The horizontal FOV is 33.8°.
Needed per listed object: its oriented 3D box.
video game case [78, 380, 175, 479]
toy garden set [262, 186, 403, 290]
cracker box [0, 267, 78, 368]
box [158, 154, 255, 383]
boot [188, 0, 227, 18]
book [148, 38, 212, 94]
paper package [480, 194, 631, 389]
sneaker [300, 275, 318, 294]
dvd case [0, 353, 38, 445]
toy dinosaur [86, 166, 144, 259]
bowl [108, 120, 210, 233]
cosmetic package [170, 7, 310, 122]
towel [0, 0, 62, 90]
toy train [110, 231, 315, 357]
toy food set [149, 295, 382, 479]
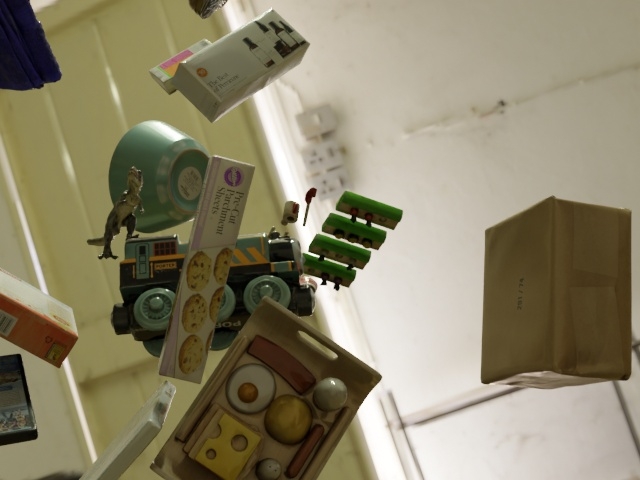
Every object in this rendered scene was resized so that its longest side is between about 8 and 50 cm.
[{"bbox_3d":[-0.299,0.320,1.536,0.227,0.026,0.206,-49,7,5],"label":"video game case"},{"bbox_3d":[0.000,0.000,1.834,0.203,0.049,0.244,18,-38,-12],"label":"toy garden set"},{"bbox_3d":[-0.502,0.129,1.801,0.067,0.155,0.232,-58,18,-1],"label":"cracker box"},{"bbox_3d":[-0.165,0.041,1.511,0.067,0.324,0.063,15,2,-11],"label":"box"},{"bbox_3d":[-0.323,-0.568,2.186,0.089,0.269,0.236,-58,2,15],"label":"boot"},{"bbox_3d":[-0.286,-0.376,2.249,0.144,0.035,0.096,-32,41,-12],"label":"book"},{"bbox_3d":[0.436,0.110,1.983,0.168,0.325,0.309,8,-14,-16],"label":"paper package"},{"bbox_3d":[-0.062,0.099,2.112,0.118,0.042,0.067,-2,10,11],"label":"sneaker"},{"bbox_3d":[-0.551,0.256,1.662,0.180,0.022,0.253,-6,24,-19],"label":"dvd case"},{"bbox_3d":[-0.394,-0.028,2.059,0.064,0.118,0.268,13,-42,-30],"label":"toy dinosaur"},{"bbox_3d":[-0.403,-0.168,2.849,0.163,0.312,0.311,6,10,38],"label":"bowl"},{"bbox_3d":[-0.129,-0.296,1.753,0.239,0.099,0.060,-42,-10,-39],"label":"cosmetic package"},{"bbox_3d":[-0.604,-0.403,1.843,0.227,0.308,0.076,4,40,28],"label":"towel"},{"bbox_3d":[-0.179,0.076,1.733,0.333,0.190,0.142,-6,-32,-3],"label":"toy train"},{"bbox_3d":[-0.076,0.265,1.536,0.306,0.219,0.092,-56,1,-21],"label":"toy food set"}]
